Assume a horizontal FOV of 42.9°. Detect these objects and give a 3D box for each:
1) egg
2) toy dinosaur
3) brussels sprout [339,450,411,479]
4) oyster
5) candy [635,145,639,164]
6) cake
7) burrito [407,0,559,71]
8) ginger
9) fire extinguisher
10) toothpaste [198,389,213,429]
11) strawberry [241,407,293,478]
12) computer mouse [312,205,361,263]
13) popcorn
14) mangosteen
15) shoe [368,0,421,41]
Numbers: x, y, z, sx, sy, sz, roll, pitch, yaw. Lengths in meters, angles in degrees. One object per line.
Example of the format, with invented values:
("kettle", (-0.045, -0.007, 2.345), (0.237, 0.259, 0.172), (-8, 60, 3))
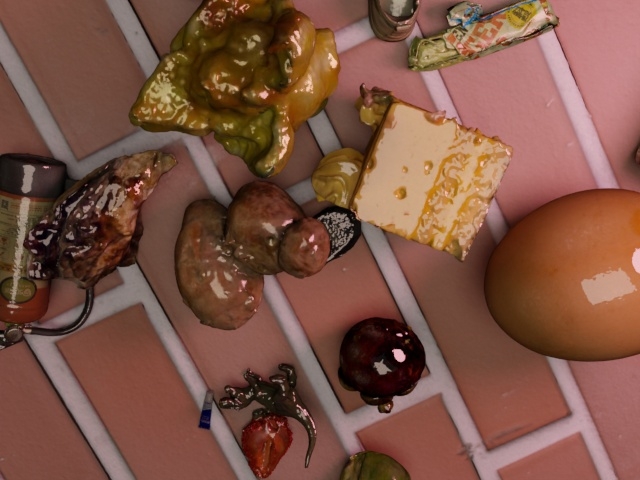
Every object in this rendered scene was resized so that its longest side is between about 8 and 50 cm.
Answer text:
("egg", (0.476, 0.061, 1.435), (0.373, 0.301, 0.301), (-7, 103, 4))
("toy dinosaur", (-0.095, 0.336, 1.583), (0.187, 0.087, 0.179), (1, 101, 16))
("brussels sprout", (0.103, 0.509, 1.605), (0.145, 0.131, 0.183), (23, 96, -2))
("oyster", (-0.381, -0.027, 1.445), (0.100, 0.275, 0.271), (42, 134, 28))
("candy", (0.726, -0.233, 1.467), (0.179, 0.135, 0.321), (24, 102, -8))
("cake", (0.146, -0.126, 1.417), (0.286, 0.222, 0.228), (22, 99, -6))
("burrito", (0.283, -0.380, 1.451), (0.288, 0.054, 0.104), (-20, 103, 2))
("ginger", (-0.125, 0.010, 1.443), (0.304, 0.155, 0.245), (-31, 67, 27))
("fire extinguisher", (-0.511, 0.041, 1.480), (0.200, 0.113, 0.376), (12, 102, -6))
("toothpaste", (-0.224, 0.336, 1.612), (0.024, 0.015, 0.083), (13, 107, 3))
("strawberry", (-0.107, 0.404, 1.615), (0.103, 0.048, 0.152), (5, 99, 0))
("computer mouse", (0.000, 0.000, 1.523), (0.172, 0.057, 0.099), (-32, 86, 3))
("popcorn", (-0.114, -0.251, 1.349), (0.321, 0.290, 0.326), (-28, 80, 20))
("mangosteen", (0.107, 0.232, 1.532), (0.172, 0.172, 0.184), (35, 118, -9))
("shoe", (0.134, -0.484, 1.401), (0.103, 0.098, 0.275), (-5, 102, -5))
